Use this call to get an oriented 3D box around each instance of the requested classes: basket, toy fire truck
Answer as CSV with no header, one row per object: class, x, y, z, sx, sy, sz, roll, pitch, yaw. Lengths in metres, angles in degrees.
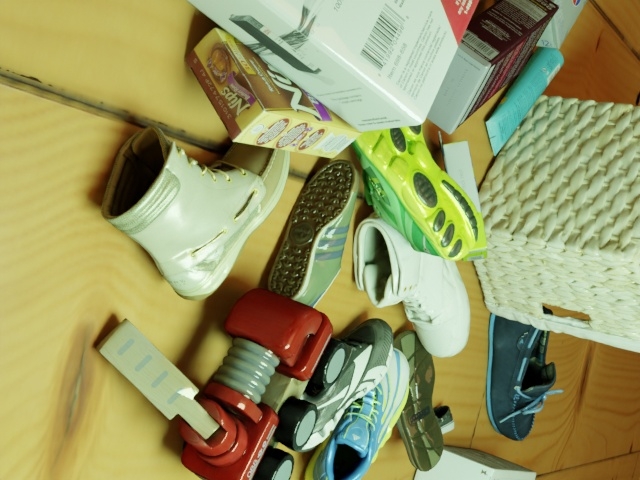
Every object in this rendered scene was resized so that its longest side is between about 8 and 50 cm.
basket,0.452,-0.034,1.620,0.331,0.328,0.266,-59,140,-22
toy fire truck,-0.102,0.137,1.029,0.217,0.158,0.246,-62,156,-18

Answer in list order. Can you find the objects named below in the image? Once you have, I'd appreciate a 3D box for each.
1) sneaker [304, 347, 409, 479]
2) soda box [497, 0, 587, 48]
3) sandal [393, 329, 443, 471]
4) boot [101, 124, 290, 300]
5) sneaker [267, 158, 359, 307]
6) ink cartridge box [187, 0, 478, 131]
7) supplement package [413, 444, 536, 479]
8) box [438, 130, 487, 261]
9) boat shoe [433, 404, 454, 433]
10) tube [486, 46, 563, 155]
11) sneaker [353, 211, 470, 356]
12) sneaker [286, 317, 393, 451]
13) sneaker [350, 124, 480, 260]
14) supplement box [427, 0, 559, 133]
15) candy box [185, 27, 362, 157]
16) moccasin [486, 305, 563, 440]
sneaker,0.064,0.250,1.313,0.240,0.091,0.126,-63,-177,-16
soda box,0.391,-0.440,1.560,0.286,0.098,0.091,-56,144,-27
sandal,0.137,0.247,1.482,0.090,0.060,0.220,-22,104,-36
boot,-0.119,-0.067,0.961,0.213,0.077,0.165,-61,143,-20
sneaker,0.000,0.000,1.185,0.192,0.064,0.086,-65,153,-14
ink cartridge box,0.012,-0.263,0.945,0.272,0.114,0.197,34,73,-29
supplement package,0.269,0.448,1.708,0.244,0.133,0.139,27,80,-58
box,0.207,-0.065,1.393,0.109,0.042,0.178,40,41,-77
boat shoe,0.179,0.306,1.601,0.142,0.049,0.040,-5,88,-58
tube,0.338,-0.240,1.613,0.207,0.052,0.080,-53,137,-22
sneaker,0.120,0.070,1.364,0.169,0.108,0.293,-38,123,-41
sneaker,0.024,0.166,1.268,0.234,0.078,0.106,-44,139,-36
sneaker,0.083,-0.093,1.199,0.109,0.123,0.296,-42,109,-32
supplement box,0.239,-0.265,1.381,0.239,0.073,0.130,-40,163,-42
candy box,-0.044,-0.149,1.003,0.053,0.109,0.186,-40,159,27
moccasin,0.386,0.260,1.825,0.138,0.116,0.342,-46,138,-37
